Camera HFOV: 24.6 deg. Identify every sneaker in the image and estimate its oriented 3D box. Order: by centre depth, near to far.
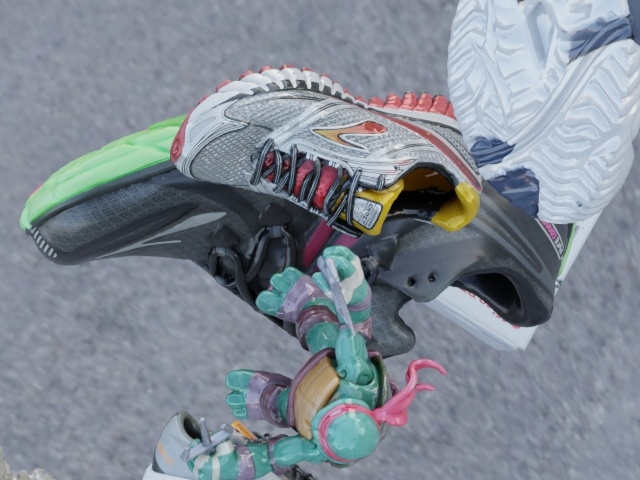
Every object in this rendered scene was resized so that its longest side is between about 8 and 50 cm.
[{"bbox_3d":[0.125,-0.137,0.657,0.094,0.153,0.235,0,110,40],"label":"sneaker"},{"bbox_3d":[0.011,-0.054,0.970,0.225,0.088,0.093,2,50,-22],"label":"sneaker"},{"bbox_3d":[0.000,0.000,1.202,0.483,0.185,0.202,1,83,-17],"label":"sneaker"},{"bbox_3d":[-0.060,0.257,1.556,0.271,0.100,0.108,15,93,17],"label":"sneaker"}]

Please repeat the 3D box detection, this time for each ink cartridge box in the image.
[{"bbox_3d":[0.202,0.001,1.638,0.153,0.087,0.208,33,79,-7],"label":"ink cartridge box"}]

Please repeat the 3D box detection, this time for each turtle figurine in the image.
[{"bbox_3d":[-0.009,0.095,0.947,0.118,0.234,0.175,39,91,-12],"label":"turtle figurine"}]

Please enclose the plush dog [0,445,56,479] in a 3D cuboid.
[{"bbox_3d":[-0.281,0.149,0.880,0.262,0.210,0.225,-27,75,-25],"label":"plush dog"}]
